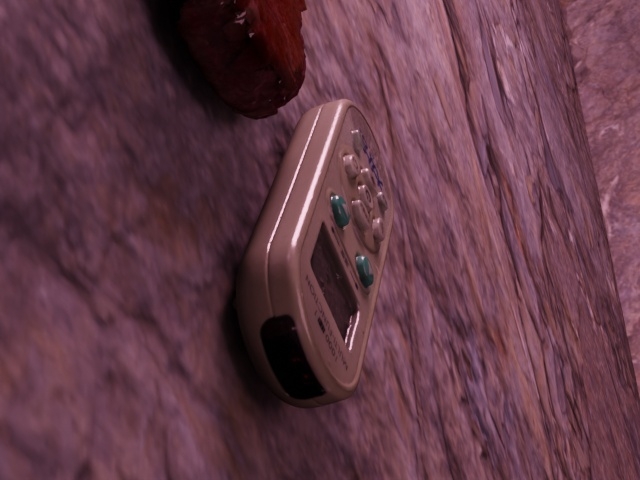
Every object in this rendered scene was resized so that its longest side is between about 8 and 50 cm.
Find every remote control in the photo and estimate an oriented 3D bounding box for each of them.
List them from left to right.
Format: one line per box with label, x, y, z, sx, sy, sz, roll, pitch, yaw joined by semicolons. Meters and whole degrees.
remote control;0.000;0.000;0.650;0.221;0.042;0.078;-71;143;-60

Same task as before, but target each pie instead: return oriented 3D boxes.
pie;-0.042;-0.128;0.630;0.153;0.038;0.153;-17;90;-75
